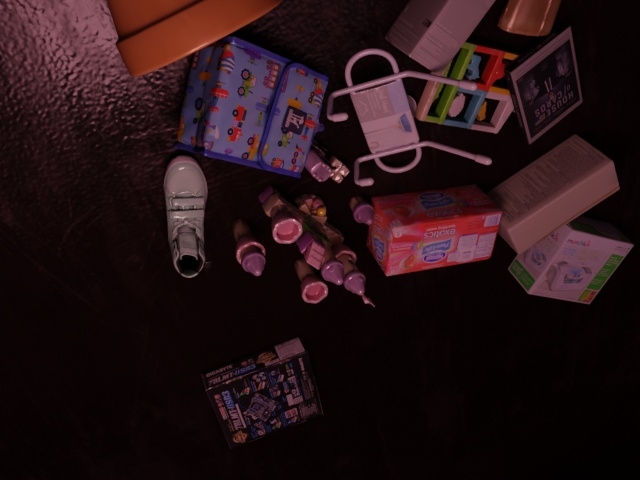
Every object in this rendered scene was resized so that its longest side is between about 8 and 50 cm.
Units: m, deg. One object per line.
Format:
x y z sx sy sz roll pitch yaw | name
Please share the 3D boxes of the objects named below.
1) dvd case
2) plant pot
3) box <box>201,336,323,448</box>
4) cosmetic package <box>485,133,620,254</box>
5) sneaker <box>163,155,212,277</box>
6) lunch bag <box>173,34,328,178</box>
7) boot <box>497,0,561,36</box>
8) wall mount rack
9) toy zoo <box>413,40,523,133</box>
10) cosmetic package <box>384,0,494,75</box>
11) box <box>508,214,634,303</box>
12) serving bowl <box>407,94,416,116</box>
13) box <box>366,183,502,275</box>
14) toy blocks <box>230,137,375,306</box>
0.533 -0.365 1.549 0.179 0.029 0.239 -38 135 -3 | dvd case
-0.233 -0.426 1.069 0.291 0.291 0.203 -28 113 -2 | plant pot
-0.157 0.437 1.852 0.293 0.073 0.295 -19 130 -8 | box
0.590 -0.121 1.697 0.309 0.160 0.113 -34 131 5 | cosmetic package
-0.278 -0.044 1.394 0.094 0.151 0.256 -6 125 -17 | sneaker
-0.115 -0.255 1.306 0.293 0.138 0.221 9 98 -41 | lunch bag
0.521 -0.574 1.387 0.236 0.089 0.269 2 125 -16 | boot
0.189 -0.245 1.392 0.304 0.130 0.350 -12 138 15 | wall mount rack
0.370 -0.349 1.504 0.293 0.030 0.192 2 123 -31 | toy zoo
0.255 -0.472 1.318 0.107 0.127 0.238 20 113 -33 | cosmetic package
0.725 0.047 1.902 0.262 0.127 0.231 11 121 -28 | box
0.174 -0.296 1.477 0.083 0.027 0.083 -11 128 -14 | serving bowl
0.282 -0.029 1.645 0.300 0.142 0.154 -9 127 -16 | box
0.000 0.000 1.472 0.309 0.260 0.288 -46 128 14 | toy blocks
